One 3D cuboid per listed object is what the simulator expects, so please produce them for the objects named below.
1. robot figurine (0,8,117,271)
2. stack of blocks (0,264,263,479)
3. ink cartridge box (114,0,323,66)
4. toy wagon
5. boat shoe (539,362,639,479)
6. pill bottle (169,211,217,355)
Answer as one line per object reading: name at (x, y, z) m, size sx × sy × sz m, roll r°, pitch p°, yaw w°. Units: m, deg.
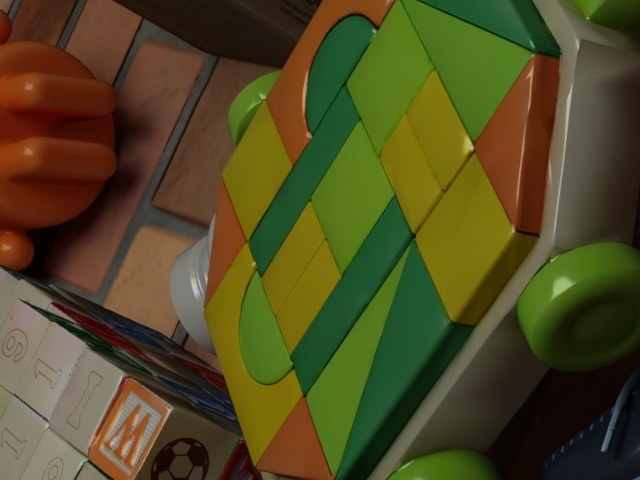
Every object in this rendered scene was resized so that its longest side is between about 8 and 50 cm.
robot figurine at (-0.225, -0.067, 1.329) m, size 0.219 × 0.158 × 0.128 m, roll -8°, pitch 30°, yaw 48°
stack of blocks at (-0.103, 0.103, 1.036) m, size 0.297 × 0.171 × 0.087 m, roll 28°, pitch 90°, yaw 54°
ink cartridge box at (-0.086, -0.186, 1.142) m, size 0.193 × 0.235 × 0.088 m, roll 19°, pitch 83°, yaw 53°
toy wagon at (0.055, -0.045, 0.827) m, size 0.344 × 0.068 × 0.267 m, roll -58°, pitch 37°, yaw 33°
boat shoe at (0.195, 0.033, 0.786) m, size 0.258 × 0.109 × 0.089 m, roll -33°, pitch 63°, yaw 15°
pill bottle at (0.000, 0.000, 1.039) m, size 0.169 × 0.094 × 0.094 m, roll -31°, pitch 47°, yaw 36°
